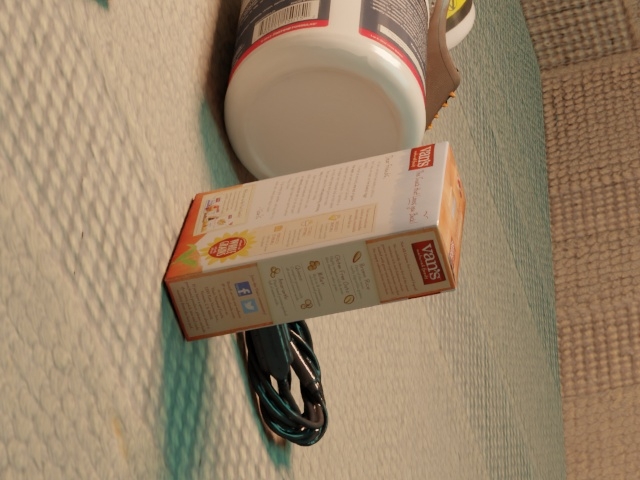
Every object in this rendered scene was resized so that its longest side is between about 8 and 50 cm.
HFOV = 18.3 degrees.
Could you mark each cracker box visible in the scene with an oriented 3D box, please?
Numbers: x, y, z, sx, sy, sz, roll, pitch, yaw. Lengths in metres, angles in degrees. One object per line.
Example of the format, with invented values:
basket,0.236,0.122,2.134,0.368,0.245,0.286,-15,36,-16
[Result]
cracker box,0.000,0.000,1.654,0.156,0.232,0.067,-75,151,-61

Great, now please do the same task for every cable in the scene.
cable,-0.036,0.102,1.843,0.150,0.047,0.184,-71,144,-74

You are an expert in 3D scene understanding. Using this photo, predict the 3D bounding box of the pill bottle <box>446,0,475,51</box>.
pill bottle,0.048,-0.372,2.278,0.188,0.188,0.334,-79,153,-58

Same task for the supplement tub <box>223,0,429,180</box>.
supplement tub,0.010,-0.184,1.947,0.272,0.191,0.191,-84,158,-51

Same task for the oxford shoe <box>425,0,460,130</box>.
oxford shoe,0.093,-0.144,2.218,0.130,0.132,0.364,-124,-146,-62
